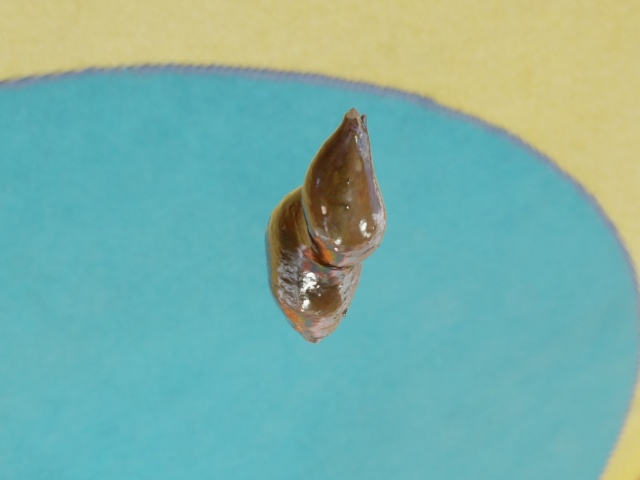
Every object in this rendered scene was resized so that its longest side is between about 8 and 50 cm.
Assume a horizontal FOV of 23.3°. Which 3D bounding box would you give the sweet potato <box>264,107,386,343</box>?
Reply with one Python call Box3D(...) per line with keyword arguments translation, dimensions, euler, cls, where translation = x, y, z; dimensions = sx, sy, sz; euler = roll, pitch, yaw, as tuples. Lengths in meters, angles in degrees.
Box3D(translation=(0.000, 0.002, 0.796), dimensions=(0.058, 0.055, 0.202), euler=(13, 154, -1), cls="sweet potato")
